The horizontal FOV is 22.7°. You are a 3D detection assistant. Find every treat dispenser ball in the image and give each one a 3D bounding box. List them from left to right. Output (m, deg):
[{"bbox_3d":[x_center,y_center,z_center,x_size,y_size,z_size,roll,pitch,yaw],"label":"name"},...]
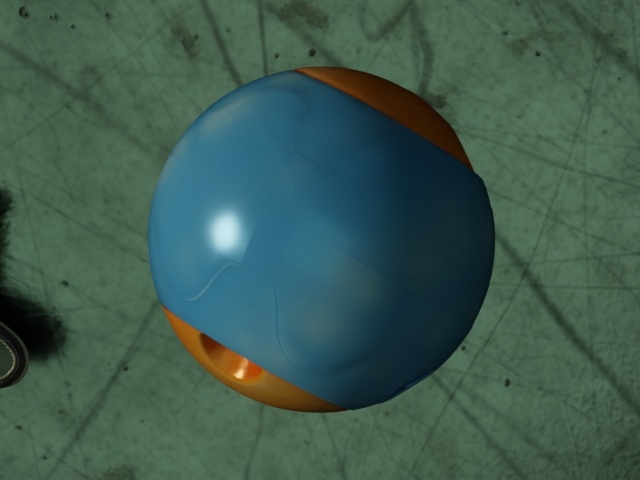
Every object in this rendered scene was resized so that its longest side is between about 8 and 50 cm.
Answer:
[{"bbox_3d":[0.000,0.000,1.324,0.288,0.288,0.288,0,92,0],"label":"treat dispenser ball"}]

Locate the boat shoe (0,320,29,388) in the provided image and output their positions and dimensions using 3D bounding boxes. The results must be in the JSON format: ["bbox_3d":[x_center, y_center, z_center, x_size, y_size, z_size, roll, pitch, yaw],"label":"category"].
[{"bbox_3d":[-0.346,0.076,1.340,0.206,0.065,0.075,23,90,-5],"label":"boat shoe"}]
